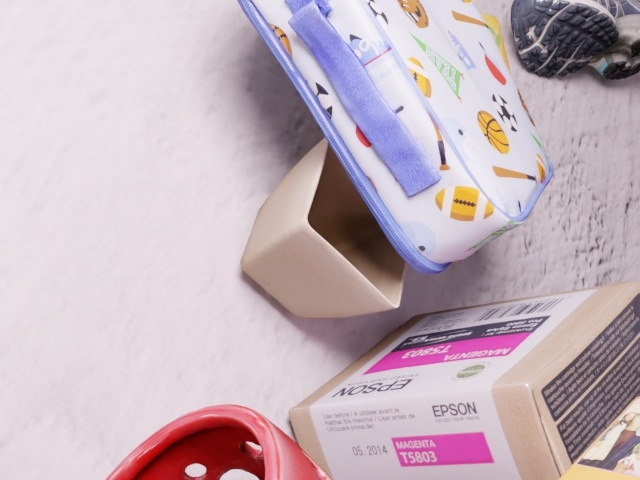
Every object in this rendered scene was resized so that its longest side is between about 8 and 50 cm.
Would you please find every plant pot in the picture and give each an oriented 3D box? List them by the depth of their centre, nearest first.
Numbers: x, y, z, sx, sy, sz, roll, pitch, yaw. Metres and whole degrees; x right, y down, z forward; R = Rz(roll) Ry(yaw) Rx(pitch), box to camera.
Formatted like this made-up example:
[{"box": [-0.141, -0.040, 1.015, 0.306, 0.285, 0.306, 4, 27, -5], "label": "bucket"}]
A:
[{"box": [-0.047, 0.227, 0.638, 0.174, 0.191, 0.191, 47, 49, -26], "label": "plant pot"}, {"box": [0.000, 0.000, 0.820, 0.109, 0.096, 0.109, 43, 40, -25], "label": "plant pot"}]

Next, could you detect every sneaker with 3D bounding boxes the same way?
[{"box": [0.307, -0.271, 1.236, 0.283, 0.110, 0.122, 2, 57, -46], "label": "sneaker"}]

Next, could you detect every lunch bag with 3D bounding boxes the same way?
[{"box": [0.061, -0.132, 0.818, 0.303, 0.115, 0.243, 56, 29, -3], "label": "lunch bag"}]

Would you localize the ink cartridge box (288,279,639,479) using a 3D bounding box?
[{"box": [0.124, 0.119, 0.804, 0.193, 0.235, 0.088, -29, 101, -47], "label": "ink cartridge box"}]

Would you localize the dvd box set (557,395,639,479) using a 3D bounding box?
[{"box": [0.146, 0.332, 0.609, 0.420, 0.062, 0.307, -32, 111, -37], "label": "dvd box set"}]

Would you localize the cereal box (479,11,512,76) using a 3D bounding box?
[{"box": [0.109, -0.156, 1.022, 0.240, 0.047, 0.173, 1, 74, -43], "label": "cereal box"}]
